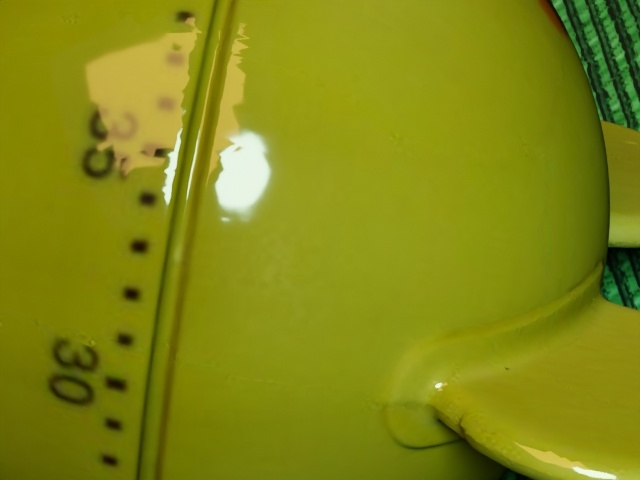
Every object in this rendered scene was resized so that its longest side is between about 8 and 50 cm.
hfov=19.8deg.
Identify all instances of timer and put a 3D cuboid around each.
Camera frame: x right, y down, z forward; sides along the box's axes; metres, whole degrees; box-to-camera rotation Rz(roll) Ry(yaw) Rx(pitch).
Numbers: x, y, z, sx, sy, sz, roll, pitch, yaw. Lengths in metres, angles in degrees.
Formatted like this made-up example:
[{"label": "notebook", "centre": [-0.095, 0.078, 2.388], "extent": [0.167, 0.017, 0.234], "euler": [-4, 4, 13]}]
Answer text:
[{"label": "timer", "centre": [0.000, 0.000, 0.813], "extent": [0.387, 0.376, 0.376], "euler": [11, 58, -1]}]
